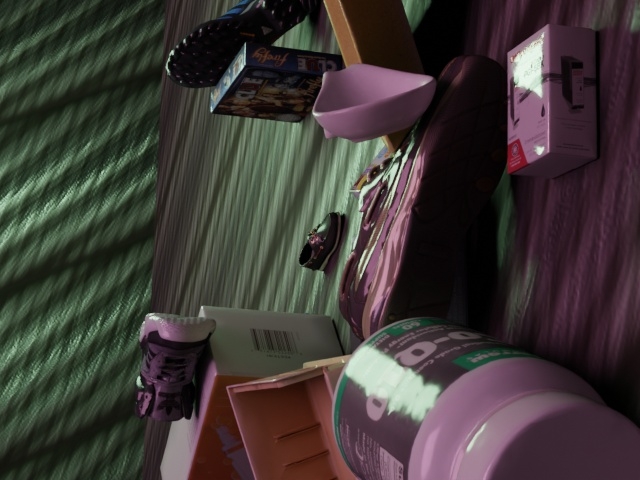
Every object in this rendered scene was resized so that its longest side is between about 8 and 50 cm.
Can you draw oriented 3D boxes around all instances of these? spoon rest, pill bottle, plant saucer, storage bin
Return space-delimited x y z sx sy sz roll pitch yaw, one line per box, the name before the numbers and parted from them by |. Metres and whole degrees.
spoon rest | 0.045 -0.159 1.444 0.276 0.137 0.084 -162 54 -78
pill bottle | 0.155 0.197 1.200 0.361 0.204 0.204 -161 77 -72
plant saucer | 0.053 -0.315 1.670 0.333 0.081 0.332 -108 -3 -70
storage bin | 0.001 0.294 1.664 0.260 0.123 0.262 155 99 -71

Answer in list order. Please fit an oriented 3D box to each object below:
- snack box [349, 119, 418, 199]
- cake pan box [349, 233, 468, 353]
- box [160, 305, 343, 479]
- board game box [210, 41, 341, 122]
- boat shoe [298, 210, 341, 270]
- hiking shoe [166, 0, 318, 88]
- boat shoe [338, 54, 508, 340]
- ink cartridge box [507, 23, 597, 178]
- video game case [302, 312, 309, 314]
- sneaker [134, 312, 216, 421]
snack box | 0.105 -0.106 1.620 0.141 0.037 0.100 -52 15 -9
cake pan box | 0.108 0.080 1.620 0.267 0.070 0.245 141 134 -67
box | -0.109 0.293 2.000 0.168 0.215 0.345 -109 30 -53
board game box | -0.080 -0.264 2.164 0.243 0.165 0.042 143 130 -68
boat shoe | 0.000 0.001 2.035 0.133 0.042 0.049 117 155 -47
hiking shoe | -0.138 -0.365 2.273 0.113 0.304 0.132 59 177 -11
boat shoe | 0.102 -0.048 1.446 0.130 0.132 0.355 24 94 46
ink cartridge box | 0.233 -0.140 1.294 0.099 0.056 0.135 149 124 -70
video game case | -0.097 0.186 2.099 0.015 0.166 0.119 47 137 29
sneaker | -0.213 0.187 1.852 0.268 0.101 0.153 153 121 -76
